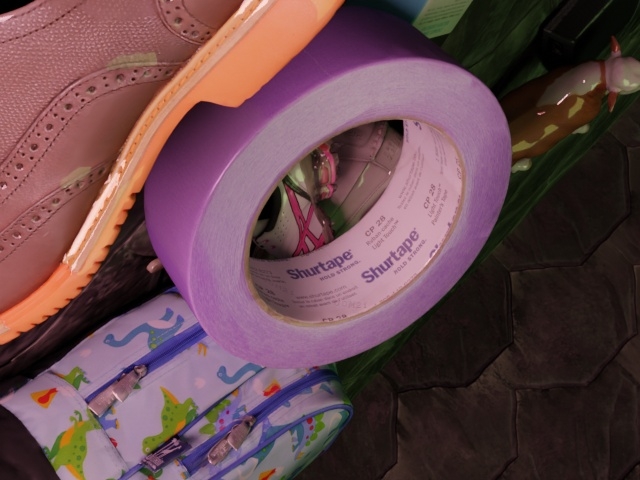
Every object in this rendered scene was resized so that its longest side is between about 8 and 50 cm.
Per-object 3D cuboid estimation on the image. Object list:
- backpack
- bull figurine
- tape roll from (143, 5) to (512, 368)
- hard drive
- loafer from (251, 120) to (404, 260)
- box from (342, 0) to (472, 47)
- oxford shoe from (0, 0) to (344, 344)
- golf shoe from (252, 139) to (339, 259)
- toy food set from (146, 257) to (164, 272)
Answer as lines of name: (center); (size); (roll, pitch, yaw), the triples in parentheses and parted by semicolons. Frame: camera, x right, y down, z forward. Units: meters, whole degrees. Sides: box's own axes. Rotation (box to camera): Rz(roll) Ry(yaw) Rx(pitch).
backpack: (-0.144, 0.170, 0.892); (0.355, 0.273, 0.290); (-49, 167, -41)
bull figurine: (0.327, -0.180, 1.440); (0.310, 0.101, 0.188); (-25, 169, 15)
tape roll: (0.010, -0.034, 0.767); (0.274, 0.090, 0.275); (-19, 134, -21)
hard drive: (0.396, -0.319, 1.461); (0.172, 0.054, 0.254); (-48, 167, 7)
loafer: (0.000, 0.000, 1.009); (0.319, 0.111, 0.112); (120, -10, -49)
box: (0.108, -0.245, 0.771); (0.100, 0.060, 0.244); (-27, 157, -53)
oxford shoe: (-0.141, -0.073, 0.471); (0.132, 0.130, 0.363); (24, 121, -41)
golf shoe: (-0.032, -0.017, 0.870); (0.086, 0.067, 0.186); (-23, 137, -21)
toy food set: (-0.071, -0.039, 0.878); (0.132, 0.038, 0.192); (-30, 159, -50)
